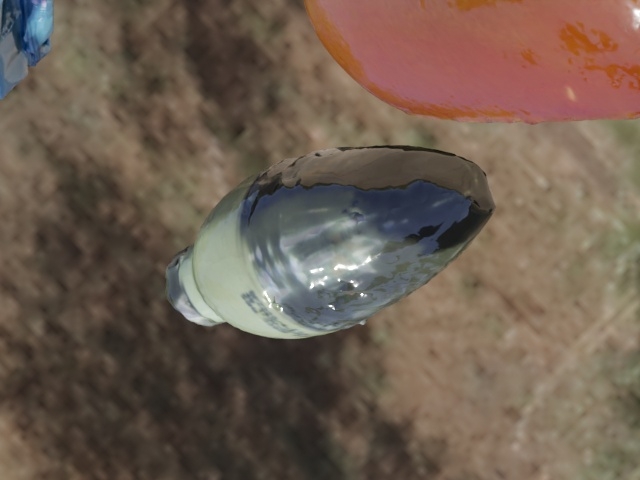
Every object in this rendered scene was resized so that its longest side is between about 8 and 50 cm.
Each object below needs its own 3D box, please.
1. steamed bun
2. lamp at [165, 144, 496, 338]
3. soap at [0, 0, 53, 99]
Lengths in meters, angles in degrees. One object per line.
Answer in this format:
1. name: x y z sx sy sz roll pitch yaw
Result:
1. steamed bun: 0.146 -0.229 1.338 0.379 0.235 0.248 7 128 55
2. lamp: 0.000 0.000 1.061 0.101 0.101 0.250 47 140 -18
3. soap: -0.349 -0.183 1.473 0.293 0.077 0.156 7 151 -2
